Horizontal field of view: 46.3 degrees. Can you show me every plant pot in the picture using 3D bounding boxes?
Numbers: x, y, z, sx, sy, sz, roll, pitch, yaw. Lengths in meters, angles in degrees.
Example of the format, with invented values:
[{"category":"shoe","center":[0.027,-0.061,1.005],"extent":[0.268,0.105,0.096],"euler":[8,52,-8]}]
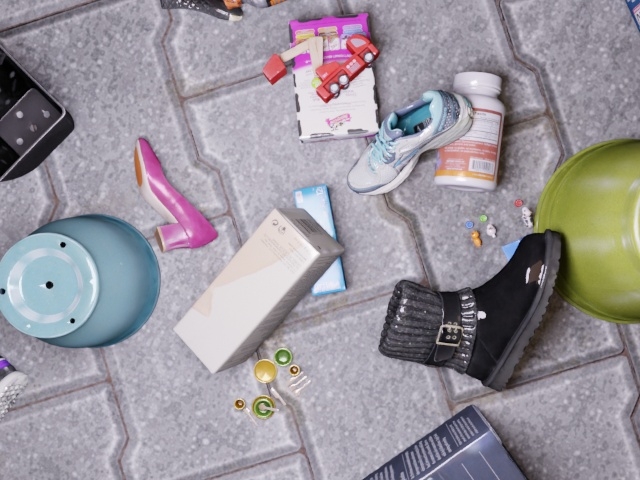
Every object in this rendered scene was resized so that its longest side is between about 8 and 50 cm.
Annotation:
[{"category":"plant pot","center":[0.597,-0.022,1.306],"extent":[0.367,0.353,0.366],"euler":[0,89,3]},{"category":"plant pot","center":[-0.590,-0.232,1.447],"extent":[0.188,0.167,0.187],"euler":[44,90,2]},{"category":"plant pot","center":[-0.464,0.080,1.392],"extent":[0.272,0.255,0.271],"euler":[0,89,2]}]

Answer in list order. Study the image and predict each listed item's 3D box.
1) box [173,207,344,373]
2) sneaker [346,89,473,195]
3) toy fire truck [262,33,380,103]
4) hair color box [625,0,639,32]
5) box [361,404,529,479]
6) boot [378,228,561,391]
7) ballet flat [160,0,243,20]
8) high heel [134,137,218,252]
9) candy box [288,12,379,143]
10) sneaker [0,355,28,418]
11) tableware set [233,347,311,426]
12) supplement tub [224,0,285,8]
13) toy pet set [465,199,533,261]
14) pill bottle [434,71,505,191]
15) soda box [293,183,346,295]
[{"category":"box","center":[-0.114,0.092,1.391],"extent":[0.121,0.148,0.311],"euler":[45,105,13]},{"category":"sneaker","center":[0.140,-0.191,1.398],"extent":[0.283,0.122,0.110],"euler":[-39,61,29]},{"category":"toy fire truck","center":[0.001,-0.336,1.414],"extent":[0.192,0.047,0.135],"euler":[-42,86,0]},{"category":"hair color box","center":[0.642,-0.597,1.439],"extent":[0.174,0.105,0.347],"euler":[-24,89,2]},{"category":"box","center":[0.221,0.548,1.379],"extent":[0.395,0.212,0.293],"euler":[-36,88,2]},{"category":"boot","center":[0.272,0.105,1.392],"extent":[0.260,0.131,0.348],"euler":[21,108,2]},{"category":"ballet flat","center":[-0.238,-0.471,1.505],"extent":[0.173,0.057,0.049],"euler":[17,130,3]},{"category":"high heel","center":[-0.291,-0.098,1.491],"extent":[0.117,0.082,0.244],"euler":[-14,74,-26]},{"category":"candy box","center":[0.026,-0.316,1.473],"extent":[0.159,0.071,0.233],"euler":[-5,88,2]},{"category":"sneaker","center":[-0.724,0.339,1.480],"extent":[0.146,0.102,0.293],"euler":[39,86,6]},{"category":"tableware set","center":[-0.103,0.290,1.489],"extent":[0.154,0.024,0.104],"euler":[-38,87,1]},{"category":"supplement tub","center":[-0.055,-0.564,1.421],"extent":[0.316,0.193,0.193],"euler":[-19,88,1]},{"category":"toy pet set","center":[0.364,-0.010,1.457],"extent":[0.122,0.065,0.114],"euler":[-25,88,2]},{"category":"pill bottle","center":[0.290,-0.206,1.437],"extent":[0.121,0.121,0.216],"euler":[7,89,2]},{"category":"soda box","center":[0.000,0.000,1.467],"extent":[0.067,0.071,0.210],"euler":[-10,89,4]}]
